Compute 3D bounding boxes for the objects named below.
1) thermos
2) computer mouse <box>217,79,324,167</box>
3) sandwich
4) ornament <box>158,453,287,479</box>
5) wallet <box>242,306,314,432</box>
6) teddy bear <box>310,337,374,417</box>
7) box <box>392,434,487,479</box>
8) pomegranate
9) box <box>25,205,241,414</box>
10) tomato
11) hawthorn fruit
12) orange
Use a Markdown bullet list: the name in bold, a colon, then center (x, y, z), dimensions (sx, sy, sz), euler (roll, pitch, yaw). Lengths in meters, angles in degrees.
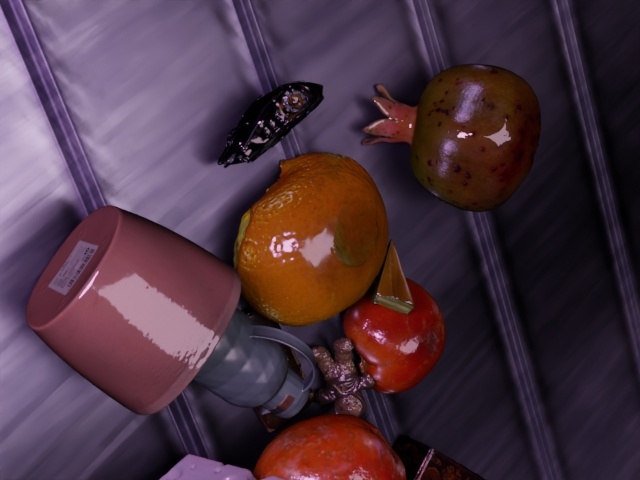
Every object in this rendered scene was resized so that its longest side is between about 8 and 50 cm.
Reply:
- **thermos**: center (-0.128, 0.196, 1.678), dimensions (0.286, 0.182, 0.145), euler (38, 34, -27)
- **computer mouse**: center (-0.091, -0.209, 1.708), dimensions (0.242, 0.146, 0.077), euler (-42, 89, -22)
- **sandwich**: center (0.147, 0.068, 1.841), dimensions (0.074, 0.074, 0.116), euler (16, 73, -2)
- **ornament**: center (-0.181, 0.536, 1.628), dimensions (0.239, 0.240, 0.239), euler (-39, 121, -42)
- **wallet**: center (-0.097, 0.231, 1.811), dimensions (0.122, 0.031, 0.232), euler (-36, 113, -22)
- **teddy bear**: center (0.040, 0.263, 1.883), dimensions (0.119, 0.078, 0.160), euler (-18, 97, 10)
- **box**: center (0.185, 0.634, 2.004), dimensions (0.264, 0.116, 0.415), euler (35, 76, -31)
- **pomegranate**: center (0.260, -0.197, 1.899), dimensions (0.291, 0.323, 0.290), euler (2, 90, -66)
- **box**: center (-0.295, 0.095, 1.507), dimensions (0.216, 0.301, 0.301), euler (38, 75, -28)
- **tomato**: center (0.164, 0.184, 1.917), dimensions (0.200, 0.140, 0.233), euler (-42, 116, -30)
- **hawthorn fruit**: center (0.016, 0.447, 1.788), dimensions (0.284, 0.284, 0.284), euler (-5, 99, -34)
- **orange**: center (0.007, 0.002, 1.773), dimensions (0.334, 0.196, 0.262), euler (-46, 132, -38)
